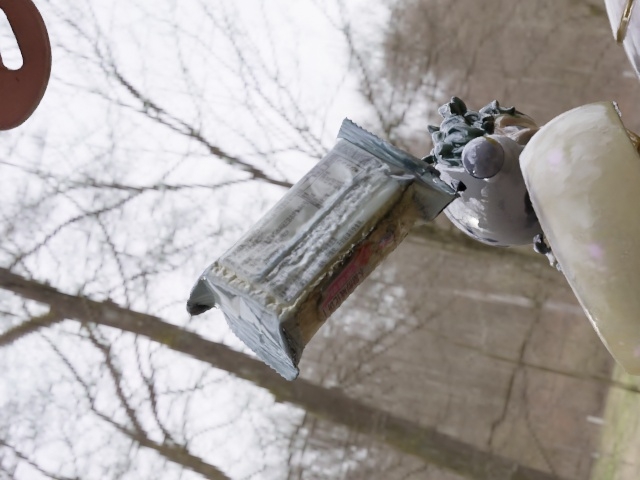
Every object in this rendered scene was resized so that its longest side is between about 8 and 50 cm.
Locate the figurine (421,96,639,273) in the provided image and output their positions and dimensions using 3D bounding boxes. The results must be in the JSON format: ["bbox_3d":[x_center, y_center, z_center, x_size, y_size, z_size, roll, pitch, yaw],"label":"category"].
[{"bbox_3d":[0.277,-0.062,1.398,0.261,0.382,0.186,31,-92,-43],"label":"figurine"}]

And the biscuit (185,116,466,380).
[{"bbox_3d":[0.004,0.002,1.343,0.309,0.186,0.079,-47,-34,-21],"label":"biscuit"}]

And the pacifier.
[{"bbox_3d":[-0.524,-0.238,1.614,0.273,0.332,0.220,60,-170,-61],"label":"pacifier"}]

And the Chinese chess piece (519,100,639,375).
[{"bbox_3d":[0.269,-0.001,1.047,0.251,0.097,0.250,54,-161,-28],"label":"Chinese chess piece"}]

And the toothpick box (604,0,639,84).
[{"bbox_3d":[0.460,-0.299,1.091,0.409,0.409,0.425,73,-170,-59],"label":"toothpick box"}]
